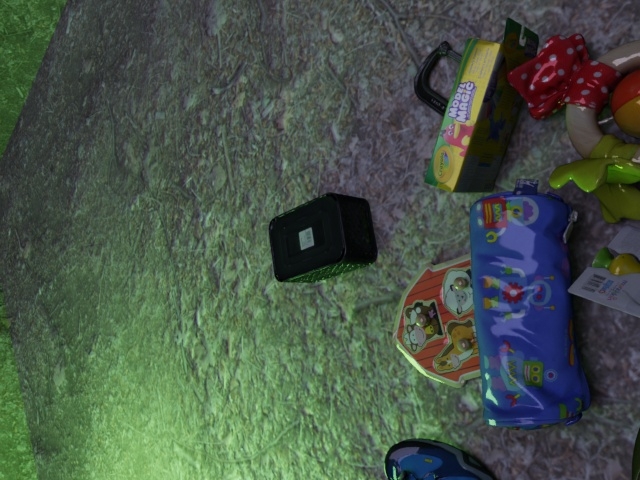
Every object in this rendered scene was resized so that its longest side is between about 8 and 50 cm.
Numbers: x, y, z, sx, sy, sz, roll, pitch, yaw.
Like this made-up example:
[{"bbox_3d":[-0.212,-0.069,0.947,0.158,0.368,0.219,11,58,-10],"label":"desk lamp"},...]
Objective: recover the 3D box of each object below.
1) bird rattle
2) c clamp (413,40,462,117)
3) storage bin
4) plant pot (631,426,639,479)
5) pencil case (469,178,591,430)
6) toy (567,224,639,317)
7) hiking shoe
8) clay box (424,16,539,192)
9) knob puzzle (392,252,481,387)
[{"bbox_3d":[0.357,-0.153,0.707,0.207,0.143,0.253,-21,58,30],"label":"bird rattle"},{"bbox_3d":[0.214,-0.251,0.900,0.161,0.022,0.137,41,120,38],"label":"c clamp"},{"bbox_3d":[0.000,0.000,1.043,0.180,0.084,0.122,-22,71,43],"label":"storage bin"},{"bbox_3d":[0.379,0.215,0.537,0.215,0.230,0.215,-6,81,45],"label":"plant pot"},{"bbox_3d":[0.262,0.082,0.747,0.133,0.119,0.306,-7,81,34],"label":"pencil case"},{"bbox_3d":[0.407,0.069,0.626,0.237,0.137,0.056,27,146,42],"label":"toy"},{"bbox_3d":[0.187,0.368,0.784,0.304,0.132,0.113,28,106,43],"label":"hiking shoe"},{"bbox_3d":[0.219,-0.175,0.793,0.053,0.127,0.222,24,108,34],"label":"clay box"},{"bbox_3d":[0.179,0.125,0.889,0.213,0.030,0.213,-5,83,45],"label":"knob puzzle"}]
